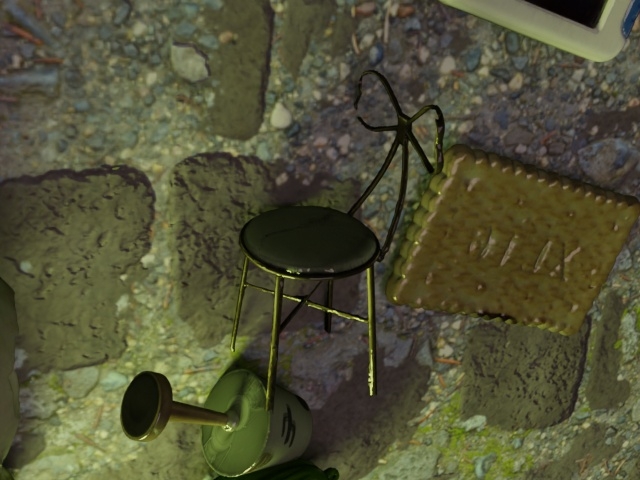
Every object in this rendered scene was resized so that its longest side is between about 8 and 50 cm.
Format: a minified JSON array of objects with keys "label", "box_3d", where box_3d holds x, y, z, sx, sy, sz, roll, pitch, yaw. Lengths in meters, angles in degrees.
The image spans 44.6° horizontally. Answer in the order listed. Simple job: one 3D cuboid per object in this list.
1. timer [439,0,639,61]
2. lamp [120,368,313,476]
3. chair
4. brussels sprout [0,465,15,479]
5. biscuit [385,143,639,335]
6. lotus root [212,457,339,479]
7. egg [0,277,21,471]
[{"label":"timer","box_3d":[0.237,-0.304,0.814,0.254,0.078,0.178,12,110,-27]},{"label":"lamp","box_3d":[-0.109,0.198,0.866,0.215,0.121,0.121,23,103,-43]},{"label":"chair","box_3d":[0.000,0.000,0.809,0.170,0.160,0.325,-6,120,-23]},{"label":"brussels sprout","box_3d":[-0.383,0.270,0.797,0.139,0.100,0.181,-16,118,-29]},{"label":"biscuit","box_3d":[0.248,0.008,0.985,0.325,0.044,0.217,11,110,-28]},{"label":"lotus root","box_3d":[-0.040,0.330,0.953,0.186,0.186,0.186,-10,117,-20]},{"label":"egg","box_3d":[-0.416,0.114,0.599,0.336,0.278,0.278,7,110,-27]}]
